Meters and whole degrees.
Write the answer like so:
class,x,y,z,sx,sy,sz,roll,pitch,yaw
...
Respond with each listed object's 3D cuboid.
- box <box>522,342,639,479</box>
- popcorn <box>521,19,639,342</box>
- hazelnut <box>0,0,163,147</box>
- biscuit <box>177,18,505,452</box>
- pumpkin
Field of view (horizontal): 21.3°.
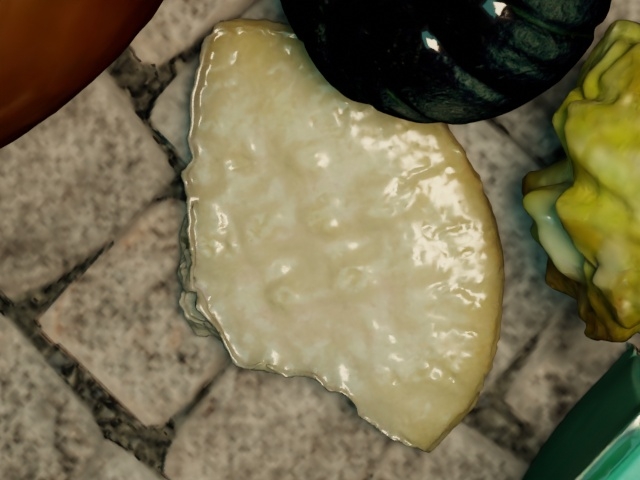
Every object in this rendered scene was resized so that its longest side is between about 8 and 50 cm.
class,x,y,z,sx,sy,sz,roll,pitch,yaw
box,0.236,0.207,0.837,0.311,0.205,0.118,43,98,2
popcorn,0.183,-0.020,0.838,0.212,0.198,0.198,-24,93,35
hazelnut,-0.234,-0.238,0.802,0.402,0.402,0.429,-9,90,12
biscuit,0.000,0.000,0.942,0.188,0.040,0.265,-31,91,11
pumpkin,0.066,-0.152,0.848,0.194,0.150,0.194,15,120,28
